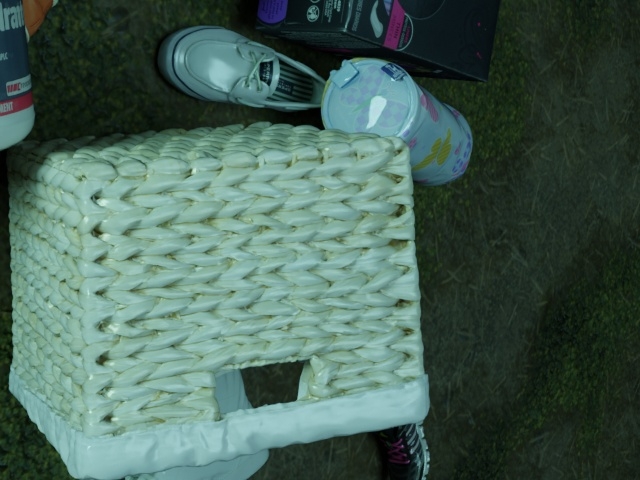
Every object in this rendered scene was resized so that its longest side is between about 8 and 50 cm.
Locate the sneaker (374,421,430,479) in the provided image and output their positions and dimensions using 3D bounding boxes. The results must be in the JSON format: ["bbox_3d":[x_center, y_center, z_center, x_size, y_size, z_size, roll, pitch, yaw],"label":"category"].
[{"bbox_3d":[0.101,0.260,1.765,0.074,0.063,0.170,-6,97,-47],"label":"sneaker"}]

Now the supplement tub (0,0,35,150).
[{"bbox_3d":[-0.344,-0.208,1.090,0.191,0.191,0.272,-18,111,-44],"label":"supplement tub"}]

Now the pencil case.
[{"bbox_3d":[0.095,-0.138,1.589,0.113,0.124,0.273,-55,158,7],"label":"pencil case"}]

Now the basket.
[{"bbox_3d":[-0.111,0.036,1.233,0.328,0.331,0.266,-7,101,-23],"label":"basket"}]

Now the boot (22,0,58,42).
[{"bbox_3d":[-0.300,-0.263,1.233,0.085,0.059,0.158,-52,140,-32],"label":"boot"}]

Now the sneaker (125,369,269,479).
[{"bbox_3d":[-0.177,0.229,1.430,0.292,0.108,0.169,-39,123,-48],"label":"sneaker"}]

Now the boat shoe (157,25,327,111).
[{"bbox_3d":[-0.075,-0.191,1.473,0.226,0.075,0.083,3,95,-48],"label":"boat shoe"}]

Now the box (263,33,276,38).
[{"bbox_3d":[0.022,-0.311,1.589,0.225,0.036,0.136,-9,104,-48],"label":"box"}]

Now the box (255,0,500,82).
[{"bbox_3d":[0.077,-0.289,1.518,0.270,0.143,0.165,8,91,-48],"label":"box"}]
